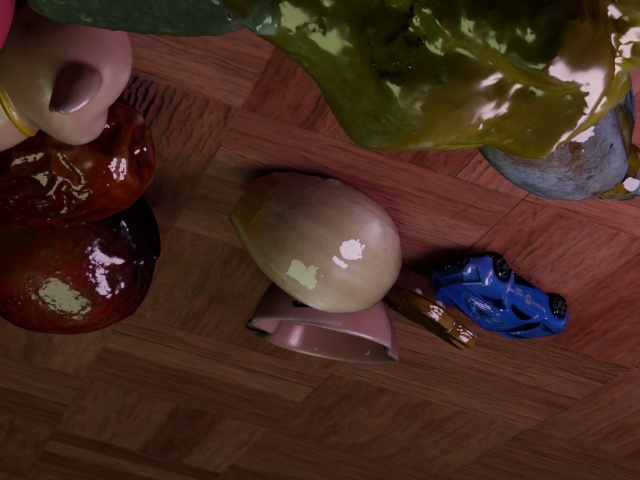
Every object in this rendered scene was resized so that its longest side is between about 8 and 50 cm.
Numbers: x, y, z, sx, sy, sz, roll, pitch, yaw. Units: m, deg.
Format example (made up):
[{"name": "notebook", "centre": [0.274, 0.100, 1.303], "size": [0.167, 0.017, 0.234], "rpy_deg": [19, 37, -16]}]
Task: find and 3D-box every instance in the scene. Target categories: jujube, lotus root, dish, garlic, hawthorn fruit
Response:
[{"name": "jujube", "centre": [-0.302, -0.090, 1.519], "size": [0.250, 0.174, 0.174], "rpy_deg": [3, 153, 22]}, {"name": "lotus root", "centre": [0.211, -0.115, 1.283], "size": [0.140, 0.158, 0.322], "rpy_deg": [0, 157, 26]}, {"name": "dish", "centre": [0.008, 0.089, 1.823], "size": [0.213, 0.090, 0.213], "rpy_deg": [11, 166, 3]}, {"name": "garlic", "centre": [0.011, 0.006, 1.663], "size": [0.245, 0.145, 0.164], "rpy_deg": [32, 179, -38]}, {"name": "hawthorn fruit", "centre": [-0.318, 0.012, 1.691], "size": [0.250, 0.215, 0.215], "rpy_deg": [3, 153, 20]}]

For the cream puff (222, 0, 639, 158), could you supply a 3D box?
[{"name": "cream puff", "centre": [0.108, -0.229, 0.870], "size": [0.378, 0.378, 0.275], "rpy_deg": [19, 175, -16]}]

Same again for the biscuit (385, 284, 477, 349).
[{"name": "biscuit", "centre": [0.137, 0.091, 1.770], "size": [0.138, 0.031, 0.205], "rpy_deg": [31, 176, 12]}]

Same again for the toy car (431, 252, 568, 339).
[{"name": "toy car", "centre": [0.227, 0.081, 1.769], "size": [0.103, 0.063, 0.216], "rpy_deg": [-16, 143, 42]}]

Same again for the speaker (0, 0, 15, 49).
[{"name": "speaker", "centre": [-0.391, -0.228, 1.162], "size": [0.294, 0.294, 0.294], "rpy_deg": [9, 154, 4]}]

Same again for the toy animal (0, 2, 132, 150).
[{"name": "toy animal", "centre": [-0.295, -0.162, 1.371], "size": [0.248, 0.165, 0.149], "rpy_deg": [-16, 169, 28]}]

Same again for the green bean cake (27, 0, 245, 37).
[{"name": "green bean cake", "centre": [-0.144, -0.274, 1.139], "size": [0.223, 0.124, 0.227], "rpy_deg": [10, 152, 8]}]
